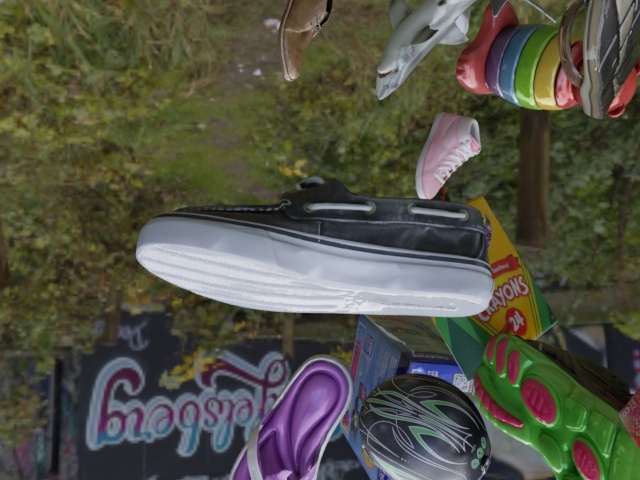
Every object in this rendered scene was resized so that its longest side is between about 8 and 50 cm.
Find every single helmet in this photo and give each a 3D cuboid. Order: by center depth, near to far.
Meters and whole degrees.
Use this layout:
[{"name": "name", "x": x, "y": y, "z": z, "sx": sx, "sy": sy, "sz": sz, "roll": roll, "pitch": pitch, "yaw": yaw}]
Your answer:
[{"name": "helmet", "x": 0.139, "y": 0.263, "z": 1.054, "sx": 0.169, "sy": 0.169, "sz": 0.161, "roll": -12, "pitch": 134, "yaw": 44}]

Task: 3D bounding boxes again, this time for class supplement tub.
[{"name": "supplement tub", "x": 0.276, "y": -0.463, "z": 1.598, "sx": 0.071, "sy": 0.071, "sz": 0.107, "roll": -5, "pitch": -150, "yaw": 17}]

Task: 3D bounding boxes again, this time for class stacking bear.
[{"name": "stacking bear", "x": 0.422, "y": -0.306, "z": 1.372, "sx": 0.289, "sy": 0.175, "sz": 0.164, "roll": 27, "pitch": 177, "yaw": 37}]

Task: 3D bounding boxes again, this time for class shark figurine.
[{"name": "shark figurine", "x": 0.204, "y": -0.325, "z": 1.139, "sx": 0.116, "sy": 0.166, "sz": 0.278, "roll": 22, "pitch": 148, "yaw": -38}]

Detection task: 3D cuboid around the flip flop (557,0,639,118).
[{"name": "flip flop", "x": 0.301, "y": -0.219, "z": 0.832, "sx": 0.080, "sy": 0.112, "sz": 0.277, "roll": 36, "pitch": -179, "yaw": 21}]

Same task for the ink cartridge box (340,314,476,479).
[{"name": "ink cartridge box", "x": 0.170, "y": 0.317, "z": 1.448, "sx": 0.151, "sy": 0.269, "sz": 0.395, "roll": 7, "pitch": -173, "yaw": -15}]

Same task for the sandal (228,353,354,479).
[{"name": "sandal", "x": -0.072, "y": 0.408, "z": 1.450, "sx": 0.170, "sy": 0.416, "sz": 0.102, "roll": 22, "pitch": 177, "yaw": 8}]

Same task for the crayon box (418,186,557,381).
[{"name": "crayon box", "x": 0.256, "y": 0.056, "z": 1.334, "sx": 0.202, "sy": 0.318, "sz": 0.081, "roll": -27, "pitch": 174, "yaw": -39}]

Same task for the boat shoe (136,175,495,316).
[{"name": "boat shoe", "x": 0.000, "y": 0.000, "z": 0.728, "sx": 0.336, "sy": 0.119, "sz": 0.121, "roll": 8, "pitch": 155, "yaw": -13}]

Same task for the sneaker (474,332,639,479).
[{"name": "sneaker", "x": 0.390, "y": 0.267, "z": 1.010, "sx": 0.202, "sy": 0.185, "sz": 0.482, "roll": 4, "pitch": -155, "yaw": -20}]

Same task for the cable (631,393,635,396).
[{"name": "cable", "x": 0.557, "y": 0.265, "z": 1.287, "sx": 0.287, "sy": 0.139, "sz": 0.072, "roll": -30, "pitch": 172, "yaw": -24}]

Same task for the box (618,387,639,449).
[{"name": "box", "x": 0.407, "y": 0.216, "z": 0.714, "sx": 0.123, "sy": 0.128, "sz": 0.256, "roll": 24, "pitch": -157, "yaw": -13}]

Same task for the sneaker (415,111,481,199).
[{"name": "sneaker", "x": 0.183, "y": -0.118, "z": 1.075, "sx": 0.070, "sy": 0.134, "sz": 0.051, "roll": 11, "pitch": 165, "yaw": 36}]

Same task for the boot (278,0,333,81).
[{"name": "boot", "x": -0.039, "y": -0.576, "z": 2.043, "sx": 0.115, "sy": 0.305, "sz": 0.112, "roll": 10, "pitch": -177, "yaw": 15}]
